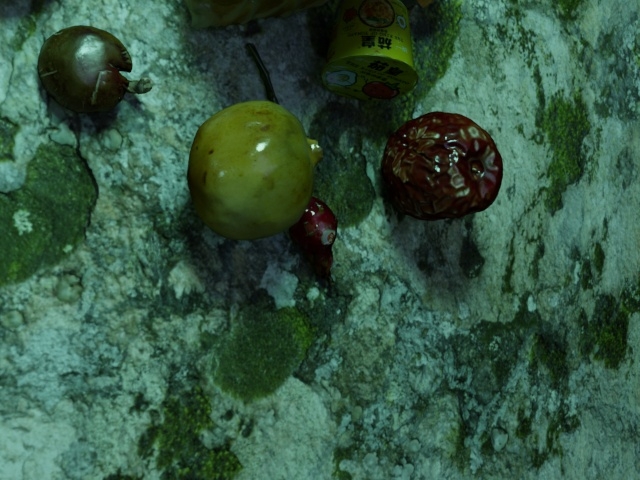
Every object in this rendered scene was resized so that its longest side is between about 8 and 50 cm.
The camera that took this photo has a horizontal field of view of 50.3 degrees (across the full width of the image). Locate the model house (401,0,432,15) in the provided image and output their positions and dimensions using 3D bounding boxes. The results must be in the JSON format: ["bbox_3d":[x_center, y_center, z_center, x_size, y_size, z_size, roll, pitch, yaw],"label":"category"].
[{"bbox_3d":[0.177,-0.579,1.350,0.219,0.136,0.207,45,70,-23],"label":"model house"}]

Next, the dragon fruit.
[{"bbox_3d":[0.000,0.000,1.267,0.094,0.094,0.190,-35,112,-27],"label":"dragon fruit"}]

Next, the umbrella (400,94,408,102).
[{"bbox_3d":[0.133,-0.342,1.389,0.022,0.022,0.149,-46,107,-19],"label":"umbrella"}]

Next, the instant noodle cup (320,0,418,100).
[{"bbox_3d":[0.094,-0.366,1.283,0.182,0.182,0.144,12,73,-31],"label":"instant noodle cup"}]

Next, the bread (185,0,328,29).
[{"bbox_3d":[-0.040,-0.544,1.078,0.371,0.390,0.279,-20,95,-31],"label":"bread"}]

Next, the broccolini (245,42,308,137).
[{"bbox_3d":[-0.088,-0.257,1.250,0.044,0.042,0.218,-34,100,-26],"label":"broccolini"}]

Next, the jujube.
[{"bbox_3d":[0.225,-0.139,1.320,0.213,0.232,0.213,-2,94,-28],"label":"jujube"}]

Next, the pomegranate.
[{"bbox_3d":[-0.114,-0.117,1.118,0.233,0.233,0.233,0,89,-32],"label":"pomegranate"}]

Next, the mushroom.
[{"bbox_3d":[-0.347,-0.261,1.059,0.171,0.080,0.135,9,95,-28],"label":"mushroom"}]
